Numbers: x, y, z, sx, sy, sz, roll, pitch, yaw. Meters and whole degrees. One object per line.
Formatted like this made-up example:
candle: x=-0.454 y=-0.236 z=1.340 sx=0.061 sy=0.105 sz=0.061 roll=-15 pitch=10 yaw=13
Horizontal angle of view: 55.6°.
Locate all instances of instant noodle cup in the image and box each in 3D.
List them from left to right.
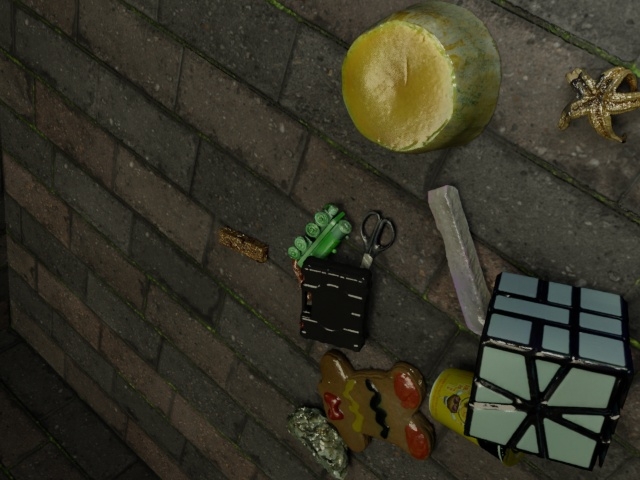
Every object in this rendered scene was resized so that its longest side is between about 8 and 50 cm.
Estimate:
instant noodle cup: x=0.417 y=0.432 z=1.559 sx=0.236 sy=0.215 sz=0.216 roll=15 pitch=122 yaw=44

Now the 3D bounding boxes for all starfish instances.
starfish: x=0.552 y=-0.257 z=1.161 sx=0.189 sy=0.074 sz=0.146 roll=8 pitch=112 yaw=34

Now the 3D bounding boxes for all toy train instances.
toy train: x=0.000 y=0.000 z=1.743 sx=0.119 sy=0.085 sz=0.251 roll=45 pitch=135 yaw=4

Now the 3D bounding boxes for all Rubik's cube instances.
Rubik's cube: x=0.486 y=0.270 z=1.313 sx=0.293 sy=0.283 sz=0.289 roll=12 pitch=120 yaw=15

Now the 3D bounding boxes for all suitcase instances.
suitcase: x=0.041 y=0.188 z=1.766 sx=0.206 sy=0.066 sz=0.286 roll=12 pitch=125 yaw=15

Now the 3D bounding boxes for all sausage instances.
sausage: x=-0.054 y=0.113 z=1.876 sx=0.036 sy=0.042 sz=0.158 roll=-149 pitch=40 yaw=-75

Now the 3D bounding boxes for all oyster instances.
oyster: x=-0.006 y=0.690 z=2.089 sx=0.267 sy=0.112 sz=0.198 roll=29 pitch=128 yaw=21

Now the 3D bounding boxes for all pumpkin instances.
pumpkin: x=0.205 y=-0.333 z=1.319 sx=0.332 sy=0.199 sz=0.332 roll=18 pitch=125 yaw=28

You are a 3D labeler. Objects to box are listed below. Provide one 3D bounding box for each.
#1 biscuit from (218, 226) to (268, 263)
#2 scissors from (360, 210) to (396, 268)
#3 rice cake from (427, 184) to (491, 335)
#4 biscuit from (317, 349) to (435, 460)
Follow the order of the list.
biscuit: x=-0.254 y=0.013 z=1.985 sx=0.199 sy=0.034 sz=0.064 roll=23 pitch=126 yaw=28
scissors: x=0.134 y=0.051 z=1.698 sx=0.109 sy=0.022 sz=0.300 roll=35 pitch=132 yaw=25
rice cake: x=0.351 y=0.052 z=1.491 sx=0.070 sy=0.064 sz=0.399 roll=-5 pitch=109 yaw=48
biscuit: x=0.161 y=0.532 z=1.894 sx=0.394 sy=0.076 sz=0.368 roll=2 pitch=113 yaw=38
